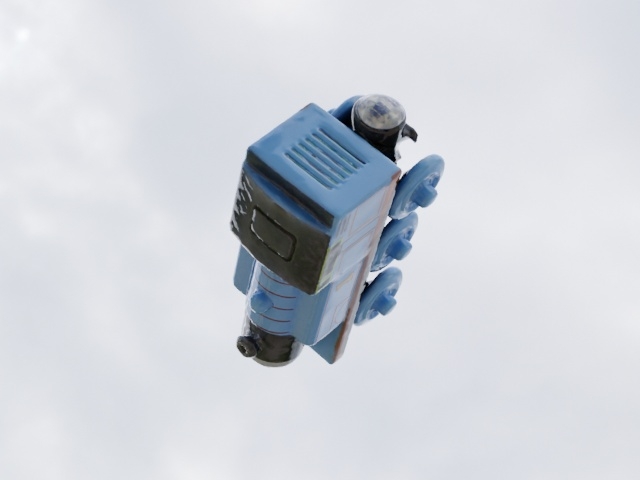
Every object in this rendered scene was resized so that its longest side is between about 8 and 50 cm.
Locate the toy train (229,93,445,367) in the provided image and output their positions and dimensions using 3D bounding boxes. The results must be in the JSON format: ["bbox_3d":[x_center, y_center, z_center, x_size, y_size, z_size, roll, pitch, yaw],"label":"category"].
[{"bbox_3d":[0.000,0.000,0.764,0.080,0.105,0.184,41,-37,19],"label":"toy train"}]
